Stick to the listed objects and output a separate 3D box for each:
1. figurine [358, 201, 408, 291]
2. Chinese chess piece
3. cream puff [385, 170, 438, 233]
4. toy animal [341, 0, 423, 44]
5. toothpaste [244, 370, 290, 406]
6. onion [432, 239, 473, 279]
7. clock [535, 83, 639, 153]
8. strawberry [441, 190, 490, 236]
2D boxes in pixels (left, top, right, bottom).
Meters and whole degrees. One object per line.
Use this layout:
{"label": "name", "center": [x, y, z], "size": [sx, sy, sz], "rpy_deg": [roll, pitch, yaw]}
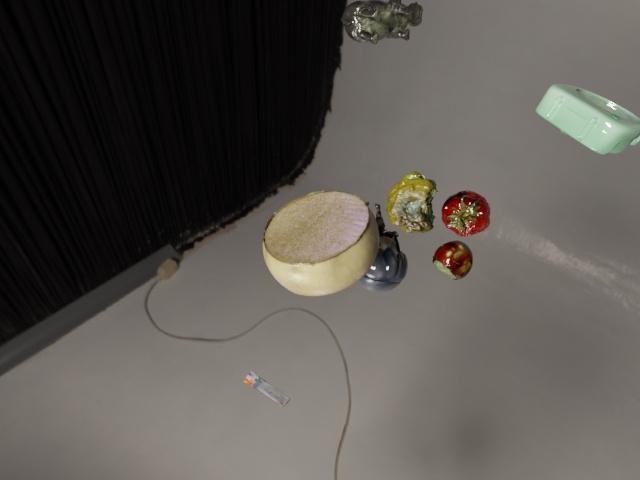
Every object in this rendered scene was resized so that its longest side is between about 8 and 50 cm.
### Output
{"label": "figurine", "center": [0.166, 0.029, 1.375], "size": [0.174, 0.197, 0.265], "rpy_deg": [-5, 40, 2]}
{"label": "Chinese chess piece", "center": [0.000, 0.000, 1.041], "size": [0.269, 0.112, 0.270], "rpy_deg": [-13, 40, 11]}
{"label": "cream puff", "center": [0.334, -0.141, 1.647], "size": [0.194, 0.221, 0.195], "rpy_deg": [1, 27, -1]}
{"label": "toy animal", "center": [0.204, -0.651, 1.337], "size": [0.168, 0.106, 0.343], "rpy_deg": [27, 42, 26]}
{"label": "toothpaste", "center": [-0.165, 0.474, 1.439], "size": [0.047, 0.196, 0.040], "rpy_deg": [22, 68, 42]}
{"label": "onion", "center": [0.392, 0.054, 1.322], "size": [0.118, 0.117, 0.119], "rpy_deg": [-16, 53, 23]}
{"label": "clock", "center": [0.475, -0.204, 0.778], "size": [0.188, 0.060, 0.148], "rpy_deg": [-5, 44, -34]}
{"label": "strawberry", "center": [0.306, -0.054, 0.949], "size": [0.106, 0.106, 0.106], "rpy_deg": [2, 43, -1]}
